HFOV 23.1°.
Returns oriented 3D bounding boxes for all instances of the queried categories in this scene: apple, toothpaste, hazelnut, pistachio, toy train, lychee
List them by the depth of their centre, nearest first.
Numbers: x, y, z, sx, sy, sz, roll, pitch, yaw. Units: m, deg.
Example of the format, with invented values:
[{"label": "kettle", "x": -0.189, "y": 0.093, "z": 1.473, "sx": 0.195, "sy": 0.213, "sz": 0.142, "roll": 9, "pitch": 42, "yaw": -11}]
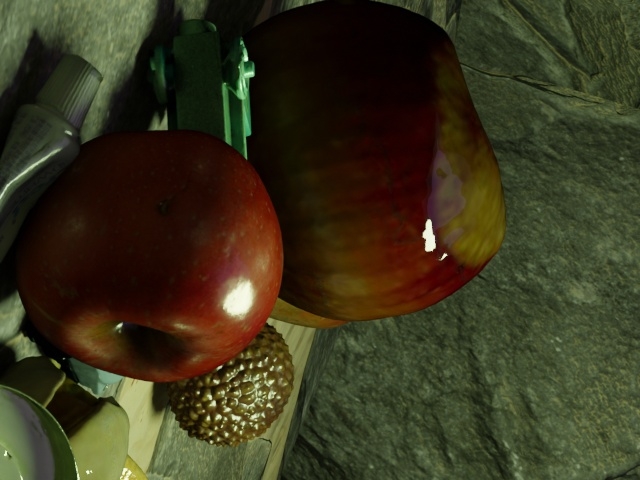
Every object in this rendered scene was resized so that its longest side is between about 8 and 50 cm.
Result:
[{"label": "toothpaste", "x": -0.278, "y": -0.039, "z": 1.410, "sx": 0.099, "sy": 0.068, "sz": 0.282, "roll": 38, "pitch": 74, "yaw": -51}, {"label": "apple", "x": -0.162, "y": 0.010, "z": 1.523, "sx": 0.260, "sy": 0.260, "sz": 0.216, "roll": 90, "pitch": 7, "yaw": -62}, {"label": "pistachio", "x": -0.287, "y": 0.223, "z": 1.526, "sx": 0.197, "sy": 0.166, "sz": 0.288, "roll": -50, "pitch": -178, "yaw": 17}, {"label": "toy train", "x": -0.125, "y": -0.093, "z": 1.770, "sx": 0.194, "sy": 0.120, "sz": 0.298, "roll": 81, "pitch": 5, "yaw": -68}, {"label": "hazelnut", "x": 0.050, "y": -0.097, "z": 2.032, "sx": 0.402, "sy": 0.402, "sz": 0.429, "roll": -57, "pitch": 136, "yaw": -59}, {"label": "lychee", "x": -0.128, "y": 0.203, "z": 2.312, "sx": 0.238, "sy": 0.200, "sz": 0.200, "roll": -3, "pitch": 112, "yaw": -60}]

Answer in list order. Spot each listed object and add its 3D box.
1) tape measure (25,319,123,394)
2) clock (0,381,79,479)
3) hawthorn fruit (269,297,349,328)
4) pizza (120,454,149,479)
[{"label": "tape measure", "x": -0.232, "y": 0.072, "z": 1.723, "sx": 0.181, "sy": 0.107, "sz": 0.182, "roll": -63, "pitch": 166, "yaw": -16}, {"label": "clock", "x": -0.313, "y": 0.229, "z": 1.326, "sx": 0.235, "sy": 0.029, "sz": 0.235, "roll": -9, "pitch": 105, "yaw": -38}, {"label": "hawthorn fruit", "x": 0.000, "y": 0.000, "z": 2.336, "sx": 0.268, "sy": 0.301, "sz": 0.267, "roll": 15, "pitch": 90, "yaw": -87}, {"label": "pizza", "x": -0.294, "y": 0.379, "z": 1.914, "sx": 0.229, "sy": 0.081, "sz": 0.289, "roll": -39, "pitch": 130, "yaw": -33}]
